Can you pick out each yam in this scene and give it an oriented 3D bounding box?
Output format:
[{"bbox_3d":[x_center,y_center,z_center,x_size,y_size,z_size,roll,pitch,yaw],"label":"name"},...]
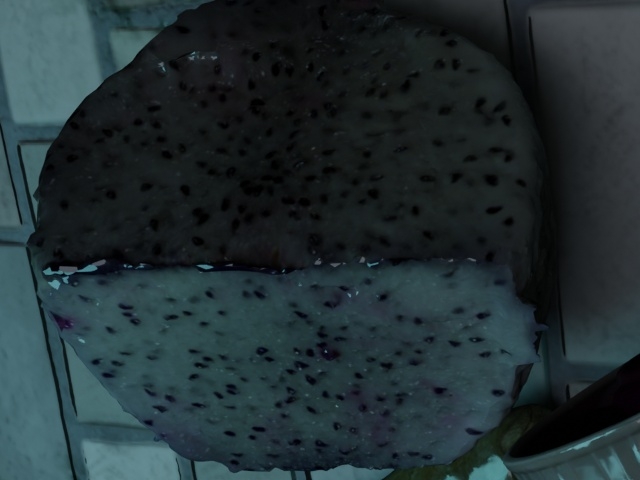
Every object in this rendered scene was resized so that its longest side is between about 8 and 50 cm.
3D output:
[{"bbox_3d":[0.041,0.198,1.032,0.317,0.067,0.071,-37,93,37],"label":"yam"}]

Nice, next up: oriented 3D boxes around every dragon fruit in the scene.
[{"bbox_3d":[0.000,0.000,0.907,0.283,0.204,0.221,-1,138,14],"label":"dragon fruit"}]

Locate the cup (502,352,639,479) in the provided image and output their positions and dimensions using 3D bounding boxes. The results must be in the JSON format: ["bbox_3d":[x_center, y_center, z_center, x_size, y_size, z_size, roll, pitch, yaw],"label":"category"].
[{"bbox_3d":[0.228,0.181,0.816,0.288,0.208,0.273,-33,87,32],"label":"cup"}]
